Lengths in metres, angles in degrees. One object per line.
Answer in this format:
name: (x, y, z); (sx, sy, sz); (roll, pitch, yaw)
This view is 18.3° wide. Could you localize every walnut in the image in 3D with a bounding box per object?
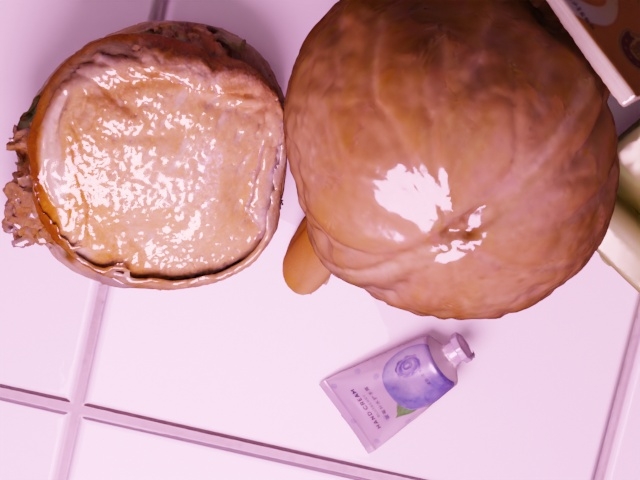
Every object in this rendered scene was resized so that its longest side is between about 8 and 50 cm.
walnut: (0.112, -0.087, 1.683); (0.333, 0.333, 0.332); (0, 98, 1)

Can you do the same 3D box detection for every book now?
book: (0.279, -0.237, 1.677); (0.208, 0.295, 0.020); (55, 135, 9)

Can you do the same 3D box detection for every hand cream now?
hand cream: (0.078, 0.133, 1.854); (0.142, 0.053, 0.084); (-33, 98, 15)

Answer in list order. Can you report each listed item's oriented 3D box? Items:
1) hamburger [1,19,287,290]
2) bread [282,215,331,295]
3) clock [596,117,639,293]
hamburger: (-0.155, -0.067, 1.779); (0.286, 0.146, 0.243); (-37, 103, -1)
bread: (0.000, 0.000, 1.836); (0.049, 0.103, 0.062); (20, 55, -13)
clock: (0.399, -0.056, 1.760); (0.235, 0.096, 0.308); (42, 113, -4)
